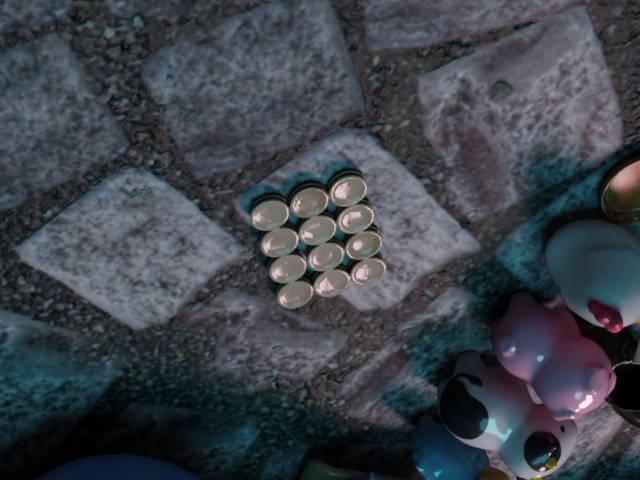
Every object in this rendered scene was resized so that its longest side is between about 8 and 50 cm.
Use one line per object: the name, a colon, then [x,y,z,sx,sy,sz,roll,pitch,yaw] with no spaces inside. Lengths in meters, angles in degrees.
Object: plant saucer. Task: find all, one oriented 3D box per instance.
plant saucer: [0.307,-0.051,1.520,0.083,0.013,0.083,-11,136,-11]

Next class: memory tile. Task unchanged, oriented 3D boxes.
memory tile: [0.000,0.000,1.461,0.113,0.012,0.148,-18,135,-2]

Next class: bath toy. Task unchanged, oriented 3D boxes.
bath toy: [0.224,0.138,1.578,0.151,0.129,0.348,19,123,-17]

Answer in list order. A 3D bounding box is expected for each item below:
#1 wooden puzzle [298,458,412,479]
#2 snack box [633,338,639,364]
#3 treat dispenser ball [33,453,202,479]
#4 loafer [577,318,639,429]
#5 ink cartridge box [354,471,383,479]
wooden puzzle: [0.071,0.329,1.749,0.238,0.044,0.221,14,131,-10]
snack box: [0.482,0.067,1.608,0.321,0.060,0.187,12,98,-29]
treat dispenser ball: [-0.198,0.352,1.533,0.288,0.288,0.288,-10,135,-10]
loafer: [0.333,0.159,1.685,0.080,0.078,0.220,-37,133,16]
ink cartridge box: [0.012,0.419,1.668,0.270,0.197,0.198,-32,124,27]
